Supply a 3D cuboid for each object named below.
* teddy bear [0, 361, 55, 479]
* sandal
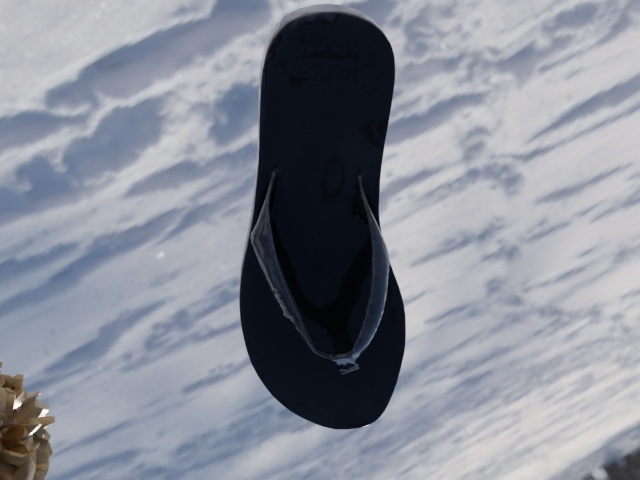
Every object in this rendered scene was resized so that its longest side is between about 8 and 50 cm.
[{"bbox_3d":[-0.163,0.019,0.253,0.113,0.245,0.338,9,155,20],"label":"teddy bear"},{"bbox_3d":[-0.001,0.000,0.671,0.097,0.255,0.054,-6,-156,-4],"label":"sandal"}]
